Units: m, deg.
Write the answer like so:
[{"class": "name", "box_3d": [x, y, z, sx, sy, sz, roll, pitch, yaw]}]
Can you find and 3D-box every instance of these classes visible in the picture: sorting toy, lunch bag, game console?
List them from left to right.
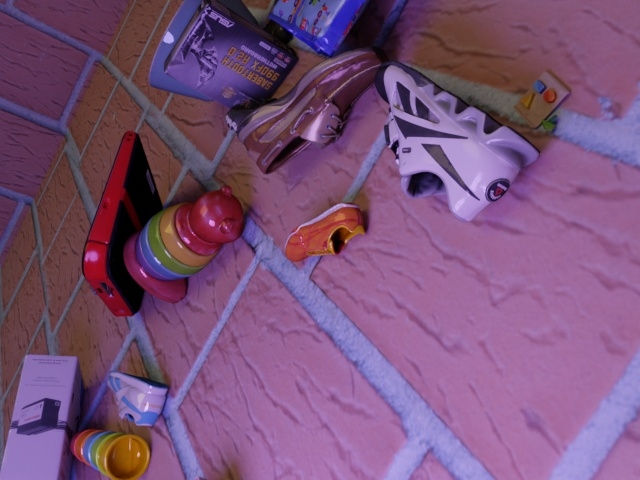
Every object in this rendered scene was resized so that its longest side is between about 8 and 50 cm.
[{"class": "game console", "box_3d": [-0.455, -0.020, 1.504, 0.386, 0.060, 0.341, 102, 174, -66]}, {"class": "lunch bag", "box_3d": [0.043, -0.441, 1.131, 0.221, 0.138, 0.293, -55, 25, 11]}, {"class": "sorting toy", "box_3d": [0.281, -0.171, 0.798, 0.062, 0.012, 0.083, -48, 37, 24]}]

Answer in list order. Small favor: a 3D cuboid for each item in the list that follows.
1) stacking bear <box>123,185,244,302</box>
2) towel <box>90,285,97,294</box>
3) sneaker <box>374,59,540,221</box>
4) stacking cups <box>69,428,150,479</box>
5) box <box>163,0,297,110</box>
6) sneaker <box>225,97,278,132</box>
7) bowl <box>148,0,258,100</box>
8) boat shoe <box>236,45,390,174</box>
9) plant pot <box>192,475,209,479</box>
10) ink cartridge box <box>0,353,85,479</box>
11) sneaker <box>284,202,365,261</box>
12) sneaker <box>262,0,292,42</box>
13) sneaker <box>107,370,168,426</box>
[{"class": "stacking bear", "box_3d": [-0.270, -0.010, 1.342, 0.289, 0.164, 0.175, -30, 48, 36]}, {"class": "towel", "box_3d": [-0.627, -0.036, 1.948, 0.324, 0.056, 0.312, -62, 31, 11]}, {"class": "sneaker", "box_3d": [0.138, -0.141, 0.879, 0.146, 0.122, 0.330, -54, 35, 14]}, {"class": "stacking cups", "box_3d": [-0.470, 0.462, 1.400, 0.316, 0.096, 0.096, -17, 57, 55]}, {"class": "box", "box_3d": [-0.195, -0.391, 1.389, 0.183, 0.231, 0.056, -48, 36, 25]}, {"class": "sneaker", "box_3d": [-0.124, -0.257, 1.356, 0.106, 0.078, 0.234, -59, 38, 6]}, {"class": "bowl", "box_3d": [-0.257, -0.457, 1.522, 0.311, 0.163, 0.311, -56, 6, 10]}, {"class": "boat shoe", "box_3d": [-0.005, -0.224, 1.153, 0.324, 0.123, 0.119, -28, 81, 32]}, {"class": "plant pot", "box_3d": [-0.165, 0.441, 0.968, 0.109, 0.096, 0.109, -51, 36, 22]}, {"class": "ink cartridge box", "box_3d": [-0.666, 0.463, 1.547, 0.223, 0.129, 0.307, 112, 159, -53]}, {"class": "sneaker", "box_3d": [0.000, 0.000, 1.040, 0.175, 0.064, 0.067, -34, 55, 43]}, {"class": "sneaker", "box_3d": [-0.109, -0.500, 1.498, 0.089, 0.051, 0.170, -28, 53, 37]}, {"class": "sneaker", "box_3d": [-0.409, 0.337, 1.377, 0.229, 0.087, 0.092, -4, 70, 55]}]
